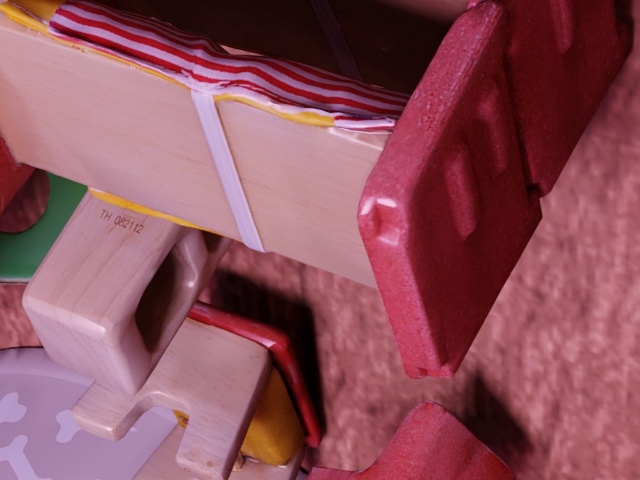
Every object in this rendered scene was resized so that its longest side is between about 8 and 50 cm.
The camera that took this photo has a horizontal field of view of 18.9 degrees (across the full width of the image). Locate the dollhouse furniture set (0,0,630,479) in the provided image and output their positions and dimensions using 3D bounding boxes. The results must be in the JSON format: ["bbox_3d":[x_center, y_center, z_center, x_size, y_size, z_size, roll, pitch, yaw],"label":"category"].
[{"bbox_3d":[0.000,0.000,0.742,0.201,0.152,0.374,20,154,22],"label":"dollhouse furniture set"}]

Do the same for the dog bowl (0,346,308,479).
[{"bbox_3d":[-0.105,0.223,1.035,0.349,0.102,0.348,22,137,22],"label":"dog bowl"}]

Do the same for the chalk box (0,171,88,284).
[{"bbox_3d":[-0.238,-0.032,0.799,0.289,0.180,0.179,10,144,-17],"label":"chalk box"}]
